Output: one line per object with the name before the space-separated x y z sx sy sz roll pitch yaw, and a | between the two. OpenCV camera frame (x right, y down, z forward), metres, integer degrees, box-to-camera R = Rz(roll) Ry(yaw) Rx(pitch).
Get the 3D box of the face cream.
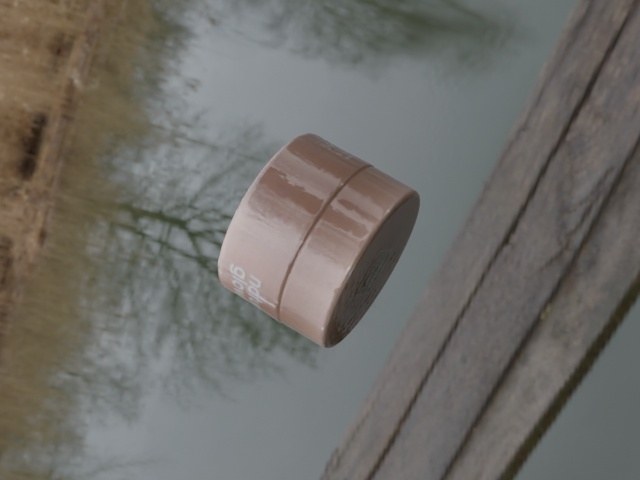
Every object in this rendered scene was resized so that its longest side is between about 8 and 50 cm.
face cream | 0.000 0.000 0.876 0.149 0.104 0.149 -53 -16 -23
